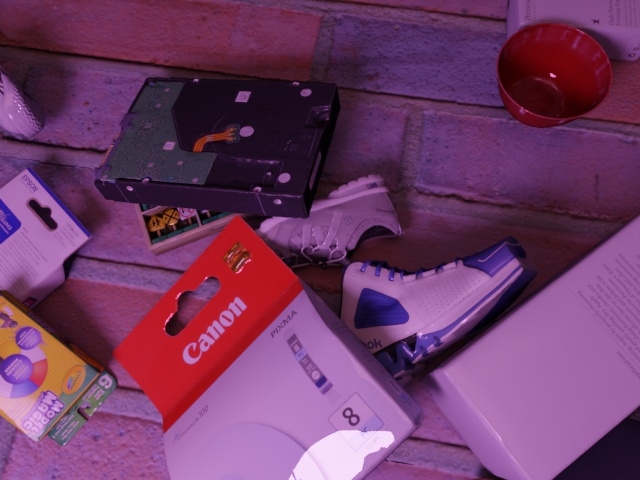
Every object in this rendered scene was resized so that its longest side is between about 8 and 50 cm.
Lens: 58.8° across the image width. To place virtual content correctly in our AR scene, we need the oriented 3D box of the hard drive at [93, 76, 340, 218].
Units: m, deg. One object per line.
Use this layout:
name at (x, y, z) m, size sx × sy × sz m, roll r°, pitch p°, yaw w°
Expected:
hard drive at (-0.156, -0.153, 0.892) m, size 0.339 × 0.064 × 0.236 m, roll 6°, pitch 57°, yaw 13°

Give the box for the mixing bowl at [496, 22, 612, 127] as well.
mixing bowl at (0.374, -0.257, 0.949) m, size 0.182 × 0.098 × 0.181 m, roll -1°, pitch 71°, yaw 2°

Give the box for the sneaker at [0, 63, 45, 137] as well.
sneaker at (-0.643, -0.242, 0.965) m, size 0.366 × 0.137 × 0.210 m, roll 38°, pitch 78°, yaw 18°

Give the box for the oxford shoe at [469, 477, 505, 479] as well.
oxford shoe at (0.222, 0.427, 0.757) m, size 0.076 × 0.076 × 0.212 m, roll -4°, pitch 72°, yaw 33°

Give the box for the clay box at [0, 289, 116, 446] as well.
clay box at (-0.424, 0.190, 0.827) m, size 0.222 × 0.053 × 0.127 m, roll 40°, pitch 78°, yaw -4°

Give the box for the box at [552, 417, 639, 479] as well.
box at (0.376, 0.441, 0.638) m, size 0.343 × 0.179 × 0.312 m, roll -44°, pitch 92°, yaw -11°

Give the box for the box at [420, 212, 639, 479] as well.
box at (0.329, 0.144, 0.758) m, size 0.345 × 0.215 × 0.168 m, roll -35°, pitch 74°, yaw -8°

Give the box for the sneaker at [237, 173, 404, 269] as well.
sneaker at (0.000, 0.000, 0.874) m, size 0.281 × 0.105 × 0.115 m, roll -28°, pitch 73°, yaw -8°

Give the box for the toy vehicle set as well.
toy vehicle set at (-0.178, -0.099, 0.949) m, size 0.267 × 0.035 × 0.165 m, roll -22°, pitch 72°, yaw -5°

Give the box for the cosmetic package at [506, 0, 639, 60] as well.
cosmetic package at (0.454, -0.393, 0.999) m, size 0.231 × 0.085 × 0.117 m, roll 4°, pitch 72°, yaw 2°

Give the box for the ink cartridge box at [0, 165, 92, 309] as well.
ink cartridge box at (-0.546, 0.066, 0.893) m, size 0.371 × 0.069 × 0.176 m, roll -44°, pitch 76°, yaw -9°

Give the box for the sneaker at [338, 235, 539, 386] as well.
sneaker at (0.125, 0.076, 0.801) m, size 0.315 × 0.127 × 0.182 m, roll -42°, pitch 64°, yaw 18°

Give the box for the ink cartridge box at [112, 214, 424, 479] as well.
ink cartridge box at (-0.105, 0.196, 0.766) m, size 0.308 × 0.091 × 0.385 m, roll -47°, pitch 74°, yaw 9°
